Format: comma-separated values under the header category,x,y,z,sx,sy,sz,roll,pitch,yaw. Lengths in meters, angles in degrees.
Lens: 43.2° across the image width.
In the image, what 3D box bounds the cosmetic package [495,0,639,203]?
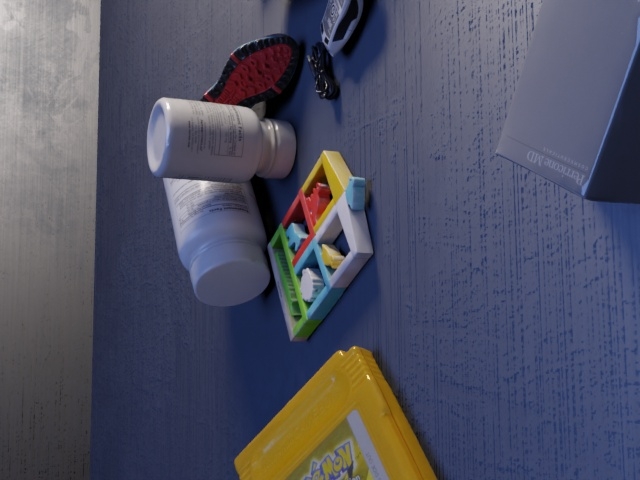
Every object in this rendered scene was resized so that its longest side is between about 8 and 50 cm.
category,x,y,z,sx,sy,sz,roll,pitch,yaw
cosmetic package,0.253,-0.160,0.690,0.127,0.107,0.238,39,118,54

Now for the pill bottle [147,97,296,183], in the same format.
category,x,y,z,sx,sy,sz,roll,pitch,yaw
pill bottle,-0.165,-0.163,1.358,0.131,0.229,0.131,-10,79,62

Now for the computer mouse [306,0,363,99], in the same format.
category,x,y,z,sx,sy,sz,roll,pitch,yaw
computer mouse,0.028,-0.313,1.209,0.193,0.042,0.106,115,150,-46

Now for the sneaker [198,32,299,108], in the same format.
category,x,y,z,sx,sy,sz,roll,pitch,yaw
sneaker,-0.131,-0.293,1.438,0.262,0.104,0.125,-33,24,37

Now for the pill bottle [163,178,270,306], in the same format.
category,x,y,z,sx,sy,sz,roll,pitch,yaw
pill bottle,-0.187,-0.032,1.465,0.160,0.160,0.283,-59,38,42

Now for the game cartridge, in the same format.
category,x,y,z,sx,sy,sz,roll,pitch,yaw
game cartridge,0.018,0.336,1.053,0.285,0.052,0.324,-49,43,20

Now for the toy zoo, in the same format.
category,x,y,z,sx,sy,sz,roll,pitch,yaw
toy zoo,0.000,0.000,1.241,0.293,0.030,0.192,-57,40,44
